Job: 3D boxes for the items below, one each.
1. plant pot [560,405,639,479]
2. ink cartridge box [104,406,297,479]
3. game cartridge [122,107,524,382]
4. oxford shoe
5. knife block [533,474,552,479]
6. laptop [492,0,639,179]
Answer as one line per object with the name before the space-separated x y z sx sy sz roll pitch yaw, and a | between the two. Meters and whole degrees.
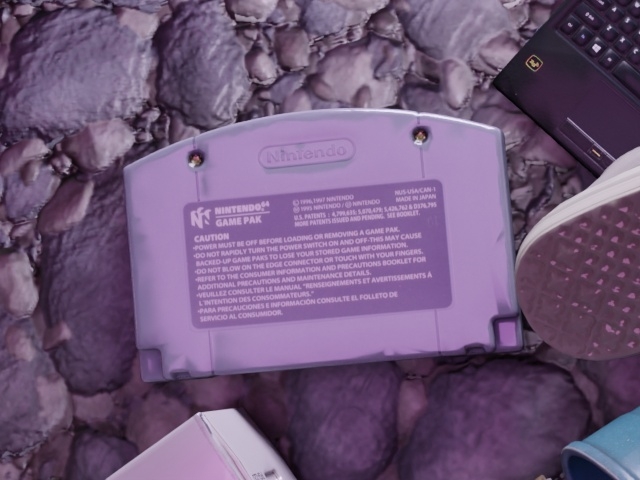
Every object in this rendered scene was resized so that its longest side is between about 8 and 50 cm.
plant pot | 0.345 0.173 1.179 0.255 0.271 0.272 -37 82 -7
ink cartridge box | -0.133 0.220 1.293 0.218 0.158 0.092 -34 82 6
game cartridge | 0.000 0.000 1.339 0.297 0.062 0.198 -5 82 9
oxford shoe | 0.340 -0.036 1.179 0.449 0.130 0.169 -21 98 32
knife block | 0.106 0.296 1.287 0.242 0.088 0.276 -37 82 6
laptop | 0.292 -0.144 1.255 0.234 0.136 0.264 43 94 9
